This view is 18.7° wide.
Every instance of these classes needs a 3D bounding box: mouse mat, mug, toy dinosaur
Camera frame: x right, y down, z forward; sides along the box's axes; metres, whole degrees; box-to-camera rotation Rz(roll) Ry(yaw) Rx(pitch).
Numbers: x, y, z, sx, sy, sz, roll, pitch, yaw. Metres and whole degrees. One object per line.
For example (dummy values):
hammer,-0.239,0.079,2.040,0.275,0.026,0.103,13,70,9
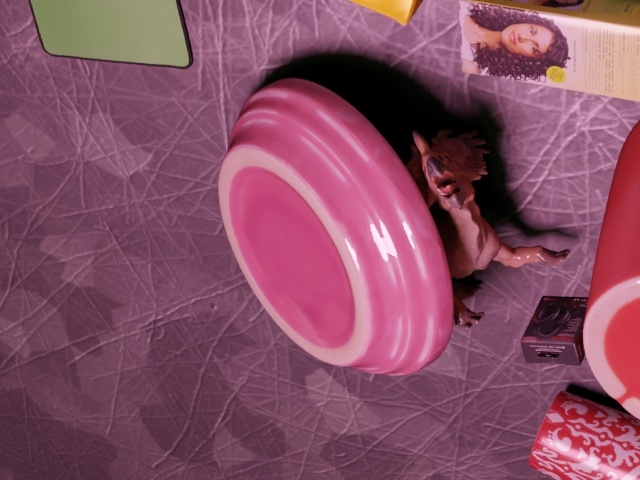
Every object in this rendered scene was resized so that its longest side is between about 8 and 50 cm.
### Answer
mouse mat,-0.230,-0.252,2.058,0.189,0.007,0.153,7,130,23
mug,0.317,0.250,2.108,0.169,0.113,0.150,23,133,15
toy dinosaur,0.113,-0.016,1.995,0.200,0.127,0.295,54,148,-7

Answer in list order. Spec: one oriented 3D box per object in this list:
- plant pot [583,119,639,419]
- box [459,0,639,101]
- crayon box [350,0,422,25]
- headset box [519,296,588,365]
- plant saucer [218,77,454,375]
plant pot,0.370,0.035,1.798,0.275,0.243,0.275,15,133,17
box,0.247,-0.186,1.810,0.232,0.058,0.087,10,131,21
crayon box,0.122,-0.392,1.487,0.106,0.363,0.313,26,135,8
headset box,0.249,0.097,2.031,0.062,0.083,0.032,2,128,29
plant saucer,0.000,0.000,1.990,0.332,0.084,0.332,40,147,34
